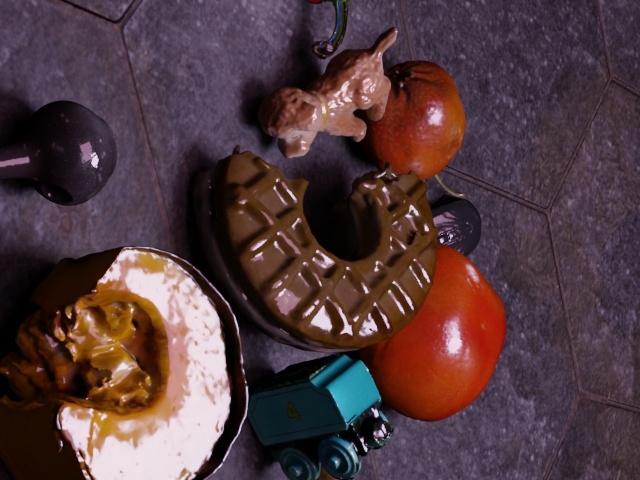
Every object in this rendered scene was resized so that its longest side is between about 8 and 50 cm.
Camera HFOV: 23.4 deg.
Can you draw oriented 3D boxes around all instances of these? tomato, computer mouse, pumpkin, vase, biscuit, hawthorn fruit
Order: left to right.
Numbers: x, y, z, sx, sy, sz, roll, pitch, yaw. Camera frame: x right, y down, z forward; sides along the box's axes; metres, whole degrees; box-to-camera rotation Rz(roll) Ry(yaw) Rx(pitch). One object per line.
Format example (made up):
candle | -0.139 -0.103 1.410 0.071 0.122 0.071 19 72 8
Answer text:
vase | -0.323 -0.092 1.725 0.183 0.120 0.120 -11 98 -34
pumpkin | -0.228 0.165 1.731 0.256 0.225 0.303 40 63 -33
biscuit | 0.010 0.017 2.038 0.366 0.115 0.268 2 72 -37
hawthorn fruit | 0.146 -0.132 2.266 0.165 0.165 0.285 -61 148 -31
tomato | 0.162 0.128 2.227 0.260 0.180 0.259 17 69 -49
computer mouse | 0.199 -0.014 2.364 0.172 0.057 0.099 -27 107 -45

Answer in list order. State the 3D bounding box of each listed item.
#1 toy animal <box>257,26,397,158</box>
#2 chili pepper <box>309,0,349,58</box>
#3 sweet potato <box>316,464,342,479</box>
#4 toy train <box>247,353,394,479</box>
toy animal | 0.007 -0.205 2.069 0.185 0.104 0.184 -13 143 -40
chili pepper | 0.004 -0.444 2.118 0.110 0.110 0.387 -14 96 -49
sweet potato | 0.009 0.320 2.134 0.067 0.067 0.273 39 65 -42
toy train | 0.001 0.234 2.029 0.107 0.198 0.154 -35 103 -45
